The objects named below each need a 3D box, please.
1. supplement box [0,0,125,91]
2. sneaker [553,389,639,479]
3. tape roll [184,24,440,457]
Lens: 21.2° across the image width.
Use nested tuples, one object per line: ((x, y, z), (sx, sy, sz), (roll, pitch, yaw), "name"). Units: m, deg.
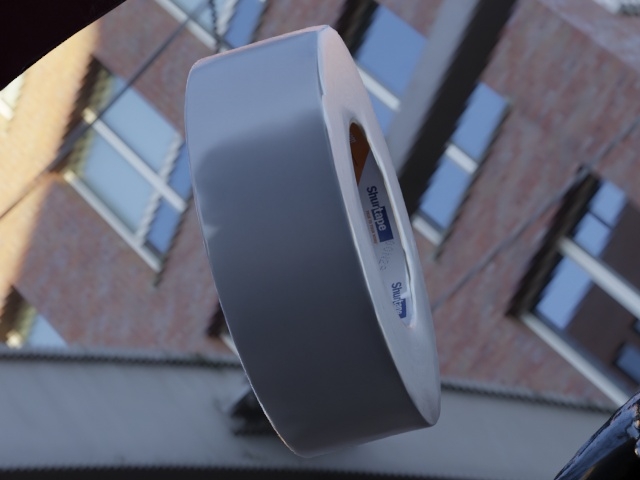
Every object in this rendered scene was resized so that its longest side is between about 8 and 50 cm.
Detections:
((-0.136, -0.145, 0.636), (0.130, 0.239, 0.073), (-38, -52, -19), "supplement box")
((0.089, 0.095, 0.461), (0.106, 0.078, 0.234), (-31, -30, -33), "sneaker")
((0.000, 0.000, 0.902), (0.072, 0.219, 0.219), (-15, -33, 10), "tape roll")
